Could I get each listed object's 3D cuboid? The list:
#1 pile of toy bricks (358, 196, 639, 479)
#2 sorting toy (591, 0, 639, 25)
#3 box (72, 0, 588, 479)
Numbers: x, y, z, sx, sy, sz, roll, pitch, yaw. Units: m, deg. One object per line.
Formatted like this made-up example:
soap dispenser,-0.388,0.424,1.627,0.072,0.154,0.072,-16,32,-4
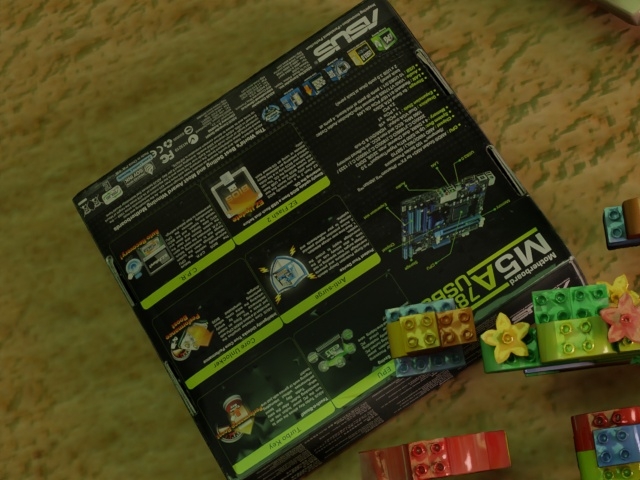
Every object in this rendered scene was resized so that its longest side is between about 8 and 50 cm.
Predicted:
pile of toy bricks,0.115,0.042,0.740,0.212,0.105,0.118,-10,82,6
sorting toy,0.154,-0.174,0.881,0.274,0.046,0.132,37,83,29
box,0.000,0.000,0.863,0.190,0.045,0.184,-34,63,2
